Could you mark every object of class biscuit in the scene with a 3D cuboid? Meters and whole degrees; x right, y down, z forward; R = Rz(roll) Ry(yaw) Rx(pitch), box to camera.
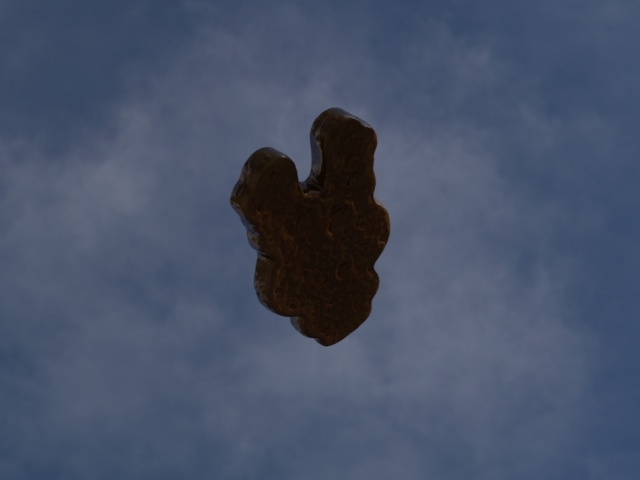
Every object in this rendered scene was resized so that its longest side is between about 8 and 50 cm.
[{"bbox_3d":[-0.002,-0.002,1.025,0.186,0.044,0.295,-30,-45,-23],"label":"biscuit"}]
